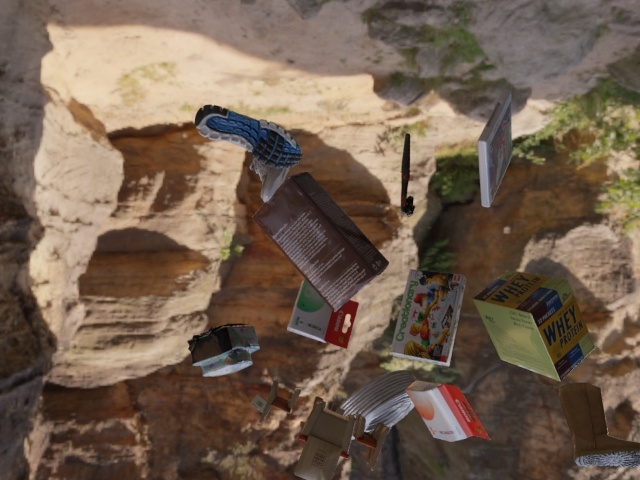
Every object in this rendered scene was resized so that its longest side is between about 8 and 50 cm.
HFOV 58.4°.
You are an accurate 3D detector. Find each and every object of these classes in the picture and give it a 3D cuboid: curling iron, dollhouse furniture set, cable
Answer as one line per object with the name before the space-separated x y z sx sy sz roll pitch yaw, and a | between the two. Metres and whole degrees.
curling iron | 0.280 -0.212 1.869 0.035 0.274 0.068 -3 178 29
dollhouse furniture set | -0.002 0.403 1.182 0.262 0.135 0.259 22 168 2
cable | 0.164 0.448 1.569 0.257 0.089 0.257 -45 148 21

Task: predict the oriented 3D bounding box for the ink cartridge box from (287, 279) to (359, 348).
ink cartridge box | 0.016 0.258 1.993 0.224 0.181 0.056 19 159 -6

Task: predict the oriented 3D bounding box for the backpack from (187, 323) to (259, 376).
backpack | -0.274 0.322 1.709 0.166 0.144 0.188 -28 169 29

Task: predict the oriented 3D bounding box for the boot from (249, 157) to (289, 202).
boot | -0.191 -0.232 2.001 0.123 0.095 0.258 12 -134 9

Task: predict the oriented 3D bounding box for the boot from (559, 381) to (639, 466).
boot | 0.907 0.579 1.838 0.236 0.089 0.269 -6 -142 18

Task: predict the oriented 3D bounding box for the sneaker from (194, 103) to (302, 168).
sneaker | -0.114 -0.182 0.984 0.190 0.071 0.083 26 -167 6

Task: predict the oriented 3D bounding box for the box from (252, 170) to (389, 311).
box | 0.000 0.000 1.704 0.191 0.381 0.143 -44 175 27

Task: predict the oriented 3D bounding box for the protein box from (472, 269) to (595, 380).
protein box | 0.522 0.201 1.410 0.136 0.201 0.200 -35 -162 -19

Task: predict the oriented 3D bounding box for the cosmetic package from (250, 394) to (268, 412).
cosmetic package | -0.215 0.601 2.109 0.060 0.041 0.115 33 167 12

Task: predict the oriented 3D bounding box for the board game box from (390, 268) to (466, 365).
board game box | 0.364 0.252 1.925 0.193 0.305 0.053 5 158 29

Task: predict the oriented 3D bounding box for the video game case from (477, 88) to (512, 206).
video game case | 0.403 -0.209 1.310 0.023 0.183 0.201 14 146 28

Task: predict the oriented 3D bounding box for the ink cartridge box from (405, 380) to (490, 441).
ink cartridge box | 0.287 0.399 1.318 0.045 0.145 0.179 -33 -175 -22
